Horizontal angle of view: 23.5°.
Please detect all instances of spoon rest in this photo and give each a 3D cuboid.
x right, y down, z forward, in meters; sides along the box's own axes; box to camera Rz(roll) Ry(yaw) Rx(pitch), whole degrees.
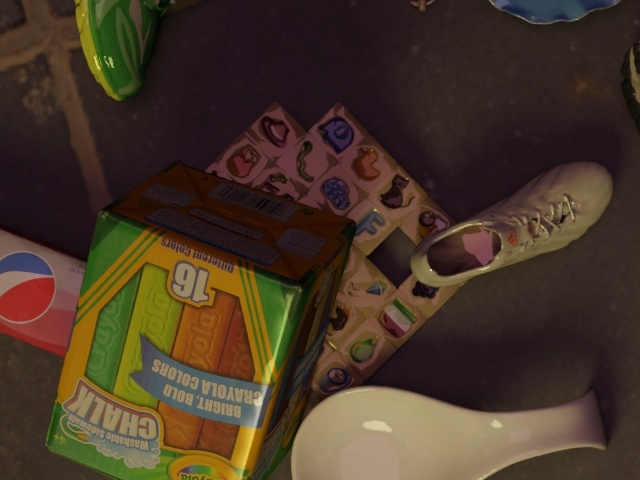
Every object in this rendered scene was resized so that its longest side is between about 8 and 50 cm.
[{"bbox_3d":[0.109,0.179,1.331,0.276,0.084,0.137,-13,81,6],"label":"spoon rest"}]

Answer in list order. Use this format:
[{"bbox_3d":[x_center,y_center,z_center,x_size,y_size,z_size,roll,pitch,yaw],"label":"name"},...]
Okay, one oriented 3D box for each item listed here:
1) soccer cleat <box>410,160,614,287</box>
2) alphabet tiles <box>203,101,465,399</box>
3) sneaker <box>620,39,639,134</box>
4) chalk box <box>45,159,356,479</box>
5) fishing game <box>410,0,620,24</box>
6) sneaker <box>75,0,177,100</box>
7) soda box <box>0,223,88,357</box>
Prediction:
[{"bbox_3d":[0.172,-0.011,1.341,0.196,0.076,0.068,-26,90,-2],"label":"soccer cleat"},{"bbox_3d":[0.000,0.000,1.380,0.198,0.009,0.237,-44,91,-1],"label":"alphabet tiles"},{"bbox_3d":[0.358,-0.063,1.320,0.110,0.107,0.275,-19,83,-8],"label":"sneaker"},{"bbox_3d":[-0.106,0.109,1.299,0.180,0.179,0.289,19,110,10],"label":"chalk box"},{"bbox_3d":[0.214,-0.290,1.389,0.264,0.041,0.189,4,82,15],"label":"fishing game"},{"bbox_3d":[-0.141,-0.271,1.413,0.123,0.109,0.295,15,85,14],"label":"sneaker"},{"bbox_3d":[-0.301,0.032,1.411,0.263,0.083,0.092,20,86,10],"label":"soda box"}]
